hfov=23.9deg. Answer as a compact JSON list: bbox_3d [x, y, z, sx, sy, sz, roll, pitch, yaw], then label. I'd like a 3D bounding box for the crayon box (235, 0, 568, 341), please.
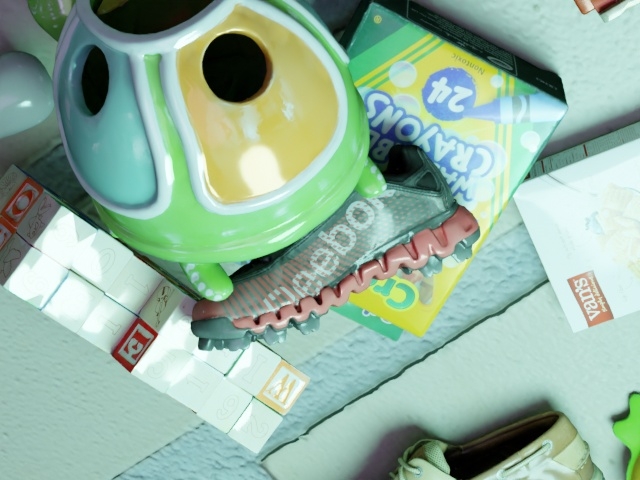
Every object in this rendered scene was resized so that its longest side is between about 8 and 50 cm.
[{"bbox_3d":[0.062,-0.051,1.420,0.203,0.083,0.323,26,114,-8],"label":"crayon box"}]

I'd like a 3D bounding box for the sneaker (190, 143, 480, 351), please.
[{"bbox_3d":[0.000,0.000,1.315,0.276,0.097,0.135,-25,98,-15],"label":"sneaker"}]

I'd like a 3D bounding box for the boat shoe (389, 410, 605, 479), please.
[{"bbox_3d":[0.123,0.258,1.550,0.324,0.122,0.120,-20,107,4],"label":"boat shoe"}]

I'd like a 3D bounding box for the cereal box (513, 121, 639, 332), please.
[{"bbox_3d":[0.319,-0.028,1.431,0.240,0.047,0.173,-22,113,13],"label":"cereal box"}]

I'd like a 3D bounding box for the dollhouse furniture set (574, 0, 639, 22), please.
[{"bbox_3d":[0.197,-0.321,1.250,0.262,0.135,0.259,-31,107,17],"label":"dollhouse furniture set"}]

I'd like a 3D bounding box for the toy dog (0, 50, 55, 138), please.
[{"bbox_3d":[-0.416,-0.089,1.423,0.333,0.161,0.220,-4,113,-11],"label":"toy dog"}]

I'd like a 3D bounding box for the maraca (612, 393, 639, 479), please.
[{"bbox_3d":[0.368,0.237,1.529,0.127,0.099,0.186,-19,86,10],"label":"maraca"}]

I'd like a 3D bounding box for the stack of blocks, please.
[{"bbox_3d":[-0.168,0.064,1.379,0.297,0.171,0.087,39,86,-36],"label":"stack of blocks"}]

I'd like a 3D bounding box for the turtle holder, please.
[{"bbox_3d":[-0.102,-0.137,1.229,0.243,0.320,0.227,-20,135,3],"label":"turtle holder"}]

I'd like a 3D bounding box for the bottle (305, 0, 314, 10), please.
[{"bbox_3d":[-0.123,-0.280,1.319,0.118,0.092,0.283,-38,107,25],"label":"bottle"}]
